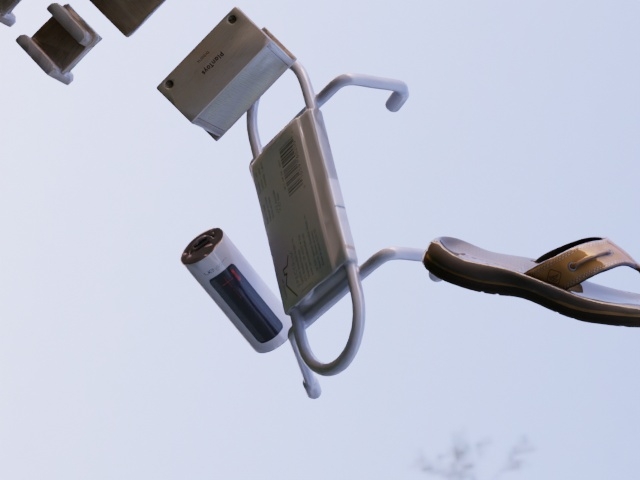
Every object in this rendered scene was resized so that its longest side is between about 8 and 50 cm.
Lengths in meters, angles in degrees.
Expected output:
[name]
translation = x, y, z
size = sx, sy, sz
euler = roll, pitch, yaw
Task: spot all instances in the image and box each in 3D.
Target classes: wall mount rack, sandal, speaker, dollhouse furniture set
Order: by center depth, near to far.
[sandal]
translation = 0.185, 0.021, 1.387
size = 0.219, 0.090, 0.060
euler = 16, -80, 17
[dollhouse furniture set]
translation = -0.151, -0.214, 1.644
size = 0.242, 0.212, 0.161
euler = 45, 3, 5
[wall mount rack]
translation = 0.000, 0.000, 1.909
size = 0.304, 0.130, 0.350
euler = -43, -129, 45
[speaker]
translation = -0.085, 0.051, 1.919
size = 0.136, 0.055, 0.055
euler = 53, -17, -27
